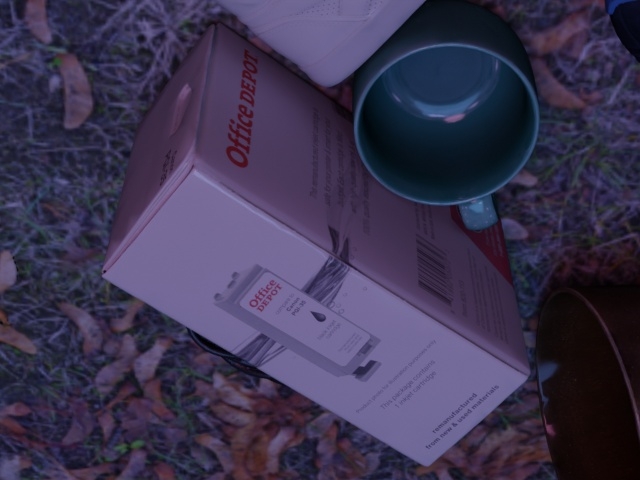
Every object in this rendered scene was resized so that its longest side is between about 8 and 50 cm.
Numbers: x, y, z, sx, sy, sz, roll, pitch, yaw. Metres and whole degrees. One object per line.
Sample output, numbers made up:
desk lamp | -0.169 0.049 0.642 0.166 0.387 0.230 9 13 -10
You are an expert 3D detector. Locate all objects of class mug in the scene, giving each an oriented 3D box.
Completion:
mug | 0.084 -0.094 0.969 0.129 0.097 0.158 11 126 -7

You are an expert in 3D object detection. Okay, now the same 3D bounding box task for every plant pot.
plant pot | 0.317 0.124 1.075 0.230 0.215 0.215 -9 127 -10

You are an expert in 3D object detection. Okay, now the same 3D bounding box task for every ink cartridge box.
ink cartridge box | 0.000 0.000 0.972 0.283 0.207 0.117 33 119 -20

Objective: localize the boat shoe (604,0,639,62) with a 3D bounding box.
boat shoe | 0.326 -0.182 0.914 0.258 0.109 0.089 -6 134 26

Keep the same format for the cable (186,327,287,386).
cable | -0.030 0.081 1.089 0.184 0.047 0.150 33 158 -19

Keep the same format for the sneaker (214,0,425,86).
sneaker | 0.025 -0.240 0.860 0.169 0.108 0.292 31 122 -23
